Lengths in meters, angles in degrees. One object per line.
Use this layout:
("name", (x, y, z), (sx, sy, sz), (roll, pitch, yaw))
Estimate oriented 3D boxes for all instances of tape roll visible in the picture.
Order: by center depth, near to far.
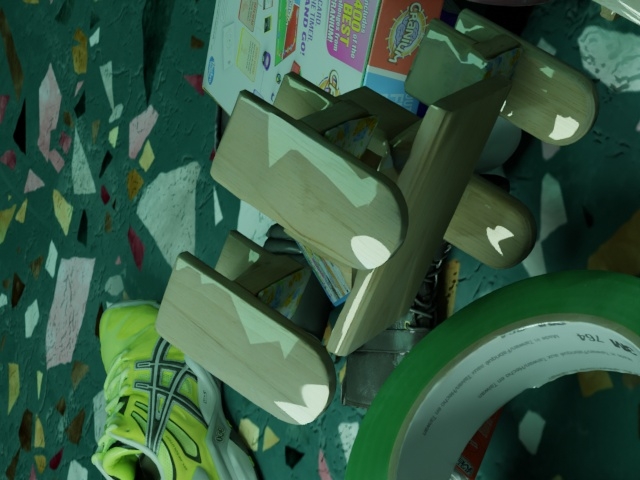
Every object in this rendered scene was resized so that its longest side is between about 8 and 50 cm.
("tape roll", (0.171, 0.173, 1.131), (0.321, 0.077, 0.321), (-24, 42, 23))

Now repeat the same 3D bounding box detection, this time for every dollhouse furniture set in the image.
("dollhouse furniture set", (0.131, -0.072, 1.085), (0.256, 0.362, 0.394), (33, 120, 19))

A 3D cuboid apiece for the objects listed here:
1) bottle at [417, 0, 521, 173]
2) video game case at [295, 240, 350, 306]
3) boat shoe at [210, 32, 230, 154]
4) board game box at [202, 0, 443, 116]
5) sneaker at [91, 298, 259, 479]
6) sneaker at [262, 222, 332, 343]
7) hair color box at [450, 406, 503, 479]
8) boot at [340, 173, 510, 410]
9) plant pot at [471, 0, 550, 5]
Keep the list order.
("bottle", (0.095, -0.175, 1.437), (0.118, 0.092, 0.283), (-60, 43, 28))
("video game case", (0.000, 0.000, 1.386), (0.119, 0.015, 0.166), (59, 169, 3))
("boat shoe", (-0.072, -0.224, 1.667), (0.108, 0.102, 0.301), (7, 92, 55))
("board game box", (-0.009, -0.189, 1.435), (0.316, 0.064, 0.242), (49, 135, 48))
("sneaker", (-0.195, 0.204, 1.752), (0.384, 0.147, 0.145), (57, 132, 42))
("sneaker", (-0.052, 0.064, 1.624), (0.296, 0.104, 0.147), (-24, 44, 66))
("hair color box", (0.113, 0.182, 1.330), (0.043, 0.141, 0.072), (43, 119, -4))
("boot", (0.097, 0.057, 1.430), (0.263, 0.091, 0.229), (-13, 81, 58))
("plant pot", (0.162, -0.308, 1.292), (0.201, 0.201, 0.180), (43, 136, 48))
